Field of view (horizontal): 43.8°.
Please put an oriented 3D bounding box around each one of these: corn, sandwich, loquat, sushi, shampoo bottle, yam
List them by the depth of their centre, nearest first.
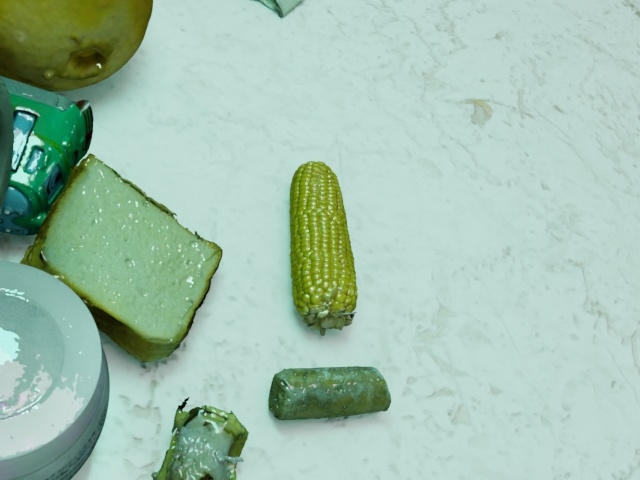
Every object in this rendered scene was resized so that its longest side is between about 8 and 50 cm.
[{"bbox_3d":[-0.386,0.176,0.930,0.273,0.266,0.273,11,55,-16],"label":"shampoo bottle"},{"bbox_3d":[-0.155,0.344,0.999,0.139,0.131,0.291,20,46,-7],"label":"sushi"},{"bbox_3d":[-0.278,0.033,1.128,0.251,0.087,0.226,36,45,-24],"label":"sandwich"},{"bbox_3d":[0.014,0.223,1.172,0.179,0.078,0.078,0,59,-21],"label":"yam"},{"bbox_3d":[-0.428,-0.401,1.260,0.328,0.328,0.328,10,56,-15],"label":"loquat"},{"bbox_3d":[0.000,0.000,1.293,0.106,0.106,0.305,6,56,-17],"label":"corn"}]

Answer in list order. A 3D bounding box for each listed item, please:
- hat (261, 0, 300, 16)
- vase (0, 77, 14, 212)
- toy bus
[{"bbox_3d":[-0.138,-0.614,1.585,0.301,0.258,0.168,11,42,0],"label":"hat"},{"bbox_3d":[-0.539,-0.101,0.925,0.291,0.245,0.245,11,55,-3],"label":"vase"},{"bbox_3d":[-0.519,-0.135,1.130,0.343,0.183,0.199,15,58,-11],"label":"toy bus"}]
